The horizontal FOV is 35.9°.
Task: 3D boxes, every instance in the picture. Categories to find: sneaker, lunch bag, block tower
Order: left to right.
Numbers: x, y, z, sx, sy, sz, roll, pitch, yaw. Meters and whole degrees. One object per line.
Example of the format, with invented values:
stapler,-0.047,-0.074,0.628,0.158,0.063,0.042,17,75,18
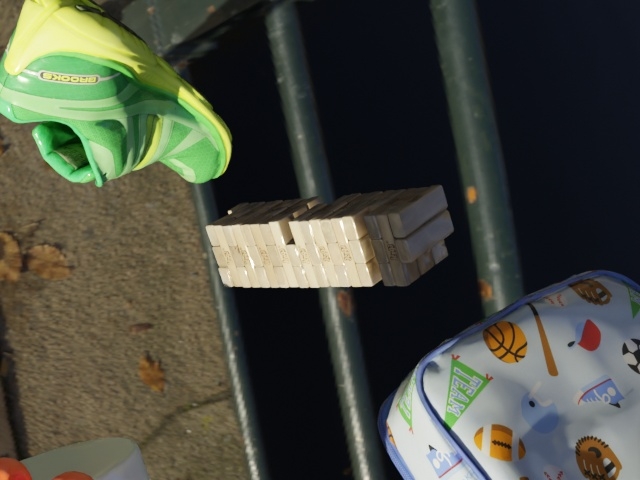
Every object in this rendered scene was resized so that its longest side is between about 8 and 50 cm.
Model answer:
sneaker,-0.170,-0.104,0.806,0.123,0.109,0.295,-50,157,2
block tower,0.000,0.000,1.219,0.097,0.335,0.091,-31,110,-42
lunch bag,0.207,0.167,0.806,0.303,0.115,0.243,-22,66,-34

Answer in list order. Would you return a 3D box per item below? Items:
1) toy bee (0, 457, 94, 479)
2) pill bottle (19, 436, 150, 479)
toy bee,-0.107,0.171,0.373,0.195,0.298,0.162,19,72,-19
pill bottle,-0.141,0.313,0.657,0.188,0.188,0.334,-20,96,-32
